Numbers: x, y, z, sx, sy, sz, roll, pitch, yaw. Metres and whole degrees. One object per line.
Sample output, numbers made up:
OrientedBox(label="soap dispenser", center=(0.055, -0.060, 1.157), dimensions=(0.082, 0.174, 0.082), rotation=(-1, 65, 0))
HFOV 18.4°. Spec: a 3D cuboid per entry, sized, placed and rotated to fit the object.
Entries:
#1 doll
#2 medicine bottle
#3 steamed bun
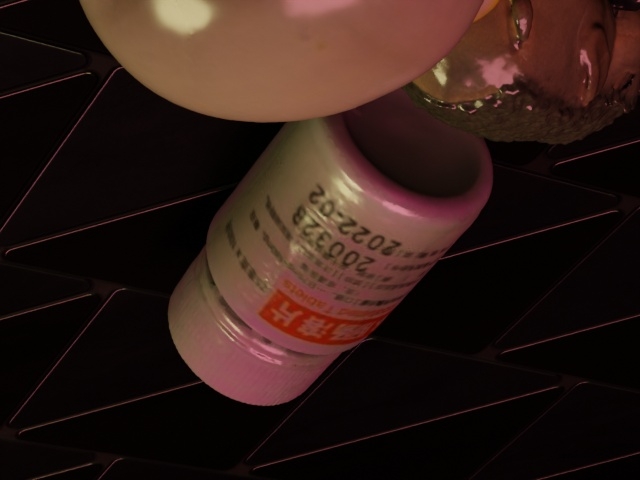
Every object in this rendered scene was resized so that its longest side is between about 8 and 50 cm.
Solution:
OrientedBox(label="doll", center=(0.202, -0.203, 1.917), dimensions=(0.247, 0.247, 0.349), rotation=(-26, 156, 19))
OrientedBox(label="medicine bottle", center=(0.000, 0.000, 2.141), dimensions=(0.219, 0.219, 0.388), rotation=(12, 138, -29))
OrientedBox(label="steamed bun", center=(-0.034, -0.260, 1.680), dimensions=(0.374, 0.334, 0.334), rotation=(-7, 150, 31))
